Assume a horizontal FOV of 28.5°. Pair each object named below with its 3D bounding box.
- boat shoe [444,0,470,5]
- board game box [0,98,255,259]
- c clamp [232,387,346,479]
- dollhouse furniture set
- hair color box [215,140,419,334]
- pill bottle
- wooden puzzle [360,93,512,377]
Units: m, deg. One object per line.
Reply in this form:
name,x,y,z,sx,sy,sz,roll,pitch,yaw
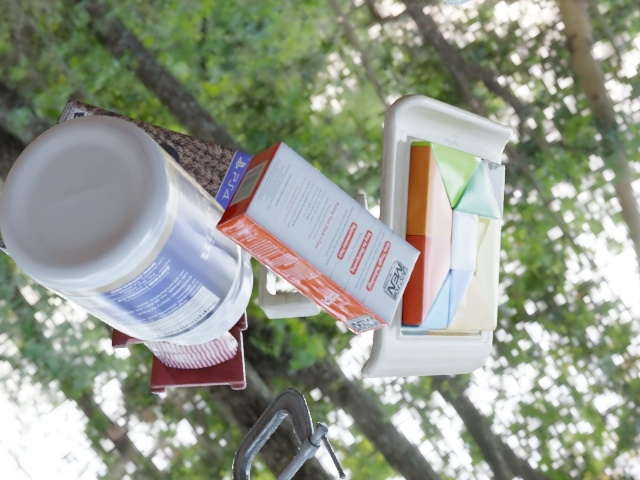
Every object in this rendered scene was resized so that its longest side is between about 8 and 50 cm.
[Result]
boat shoe,0.154,-0.250,1.173,0.100,0.035,0.035,-20,171,24
board game box,-0.242,-0.028,1.710,0.141,0.291,0.232,57,53,-68
c clamp,-0.042,0.224,1.276,0.160,0.022,0.137,-50,-138,32
dollhouse furniture set,-0.033,0.064,1.425,0.374,0.152,0.201,-5,157,7
hair color box,0.000,0.000,0.918,0.043,0.141,0.072,-24,-146,52
pill bottle,-0.161,0.005,1.133,0.153,0.153,0.264,-33,156,3
wooden puzzle,0.114,0.004,1.112,0.044,0.238,0.221,7,180,32
